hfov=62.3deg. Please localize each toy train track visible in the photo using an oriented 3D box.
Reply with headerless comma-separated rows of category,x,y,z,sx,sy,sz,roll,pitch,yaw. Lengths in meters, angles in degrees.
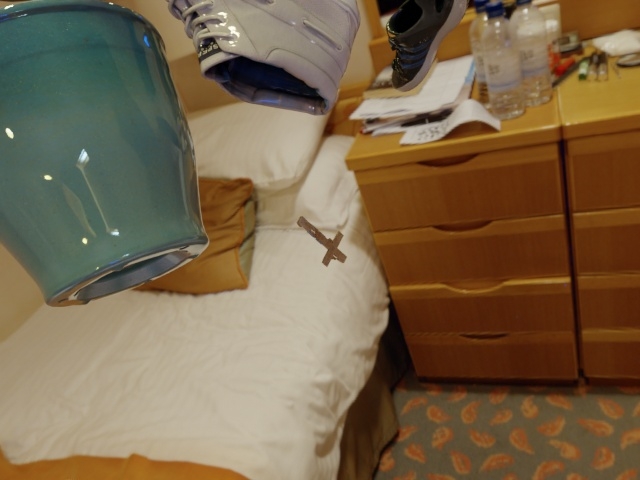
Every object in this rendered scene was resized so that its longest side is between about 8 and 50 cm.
toy train track,0.000,0.000,0.638,0.014,0.083,0.048,-4,51,51

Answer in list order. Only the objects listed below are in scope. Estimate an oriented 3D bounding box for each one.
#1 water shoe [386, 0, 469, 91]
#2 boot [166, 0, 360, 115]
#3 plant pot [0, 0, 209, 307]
water shoe,0.122,-0.283,0.722,0.080,0.203,0.072,2,67,-14
boot,-0.090,-0.200,0.454,0.095,0.259,0.123,139,145,-63
plant pot,-0.257,-0.073,0.594,0.272,0.255,0.271,-25,-6,-3
